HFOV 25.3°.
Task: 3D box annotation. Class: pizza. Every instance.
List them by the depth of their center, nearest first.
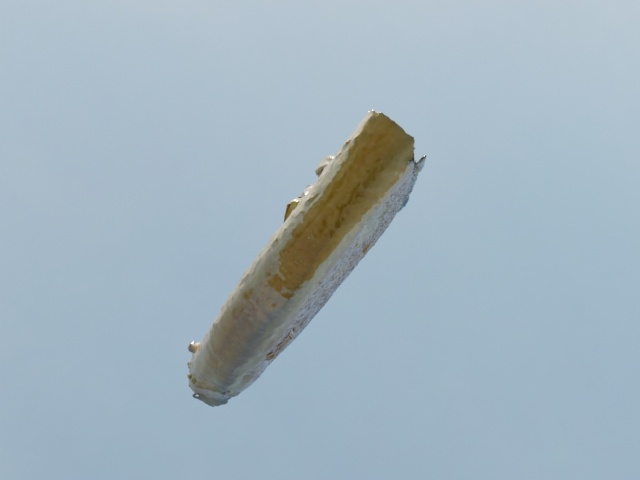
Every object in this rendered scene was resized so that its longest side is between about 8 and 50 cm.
[{"bbox_3d":[0.000,0.000,0.664,0.041,0.178,0.131,39,-137,6],"label":"pizza"}]
